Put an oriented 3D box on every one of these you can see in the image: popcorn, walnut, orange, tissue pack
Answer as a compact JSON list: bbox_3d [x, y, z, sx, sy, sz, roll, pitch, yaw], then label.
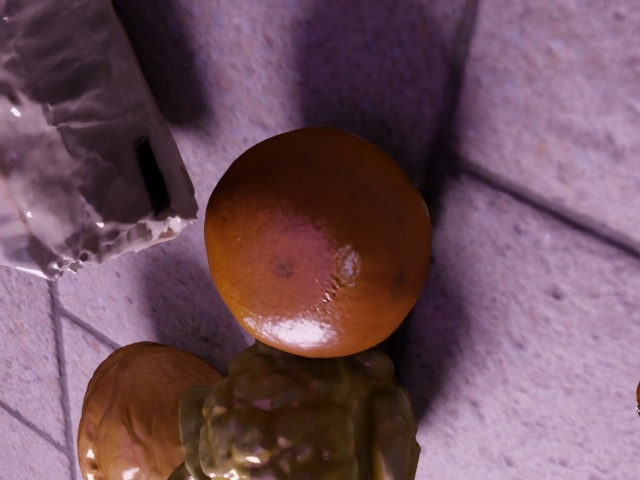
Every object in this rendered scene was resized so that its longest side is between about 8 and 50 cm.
[{"bbox_3d":[-0.016,0.152,0.744,0.167,0.186,0.187,59,151,17],"label":"popcorn"},{"bbox_3d":[-0.142,0.186,0.902,0.159,0.159,0.206,9,130,38],"label":"walnut"},{"bbox_3d":[0.000,0.000,0.656,0.156,0.124,0.156,8,111,22],"label":"orange"},{"bbox_3d":[-0.299,-0.141,0.768,0.376,0.195,0.389,10,125,42],"label":"tissue pack"}]

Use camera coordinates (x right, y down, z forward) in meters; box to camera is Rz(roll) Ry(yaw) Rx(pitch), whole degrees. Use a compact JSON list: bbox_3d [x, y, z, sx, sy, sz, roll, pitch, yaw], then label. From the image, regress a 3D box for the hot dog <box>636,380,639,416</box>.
[{"bbox_3d":[0.252,0.069,0.533,0.072,0.055,0.188,51,139,-5],"label":"hot dog"}]
